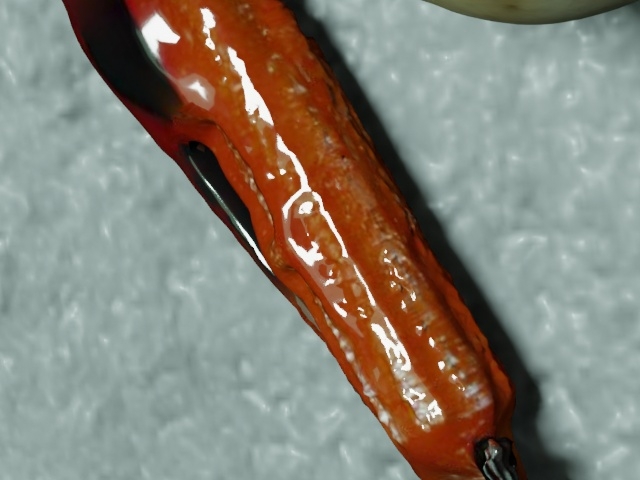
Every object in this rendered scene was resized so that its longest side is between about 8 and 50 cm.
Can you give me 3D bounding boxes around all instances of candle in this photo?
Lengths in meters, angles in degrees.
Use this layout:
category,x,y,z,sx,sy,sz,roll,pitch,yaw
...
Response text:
category,x,y,z,sx,sy,sz,roll,pitch,yaw
candle,0.000,0.000,0.666,0.301,0.059,0.084,58,137,12

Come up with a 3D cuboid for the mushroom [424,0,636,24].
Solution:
category,x,y,z,sx,sy,sz,roll,pitch,yaw
mushroom,0.054,-0.175,0.524,0.207,0.207,0.215,28,82,26
